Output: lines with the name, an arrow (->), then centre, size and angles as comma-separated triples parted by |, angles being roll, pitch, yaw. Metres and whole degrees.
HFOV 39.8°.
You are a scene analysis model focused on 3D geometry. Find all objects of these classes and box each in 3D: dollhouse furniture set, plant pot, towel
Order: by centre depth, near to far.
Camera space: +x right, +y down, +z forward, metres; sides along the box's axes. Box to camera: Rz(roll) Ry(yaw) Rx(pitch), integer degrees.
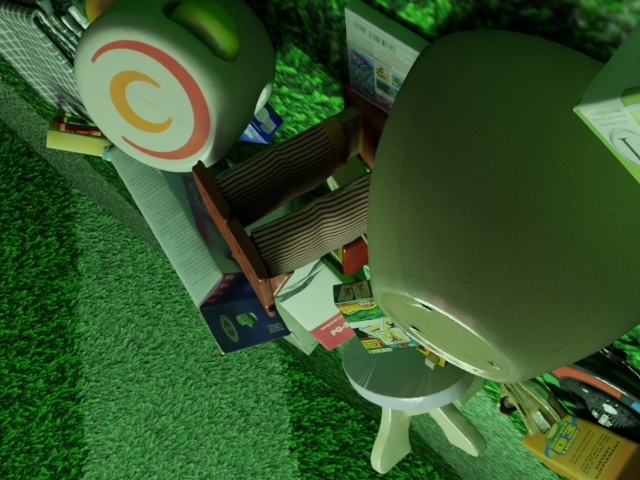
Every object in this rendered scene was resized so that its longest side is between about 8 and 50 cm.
plant pot -> 0.147, 0.000, 0.710 | 0.284, 0.191, 0.284 | 32, 164, 10
dollhouse furniture set -> 0.000, 0.000, 1.036 | 0.152, 0.201, 0.374 | 58, 172, 20
towel -> -0.412, -0.301, 1.409 | 0.235, 0.121, 0.284 | 25, 160, 44

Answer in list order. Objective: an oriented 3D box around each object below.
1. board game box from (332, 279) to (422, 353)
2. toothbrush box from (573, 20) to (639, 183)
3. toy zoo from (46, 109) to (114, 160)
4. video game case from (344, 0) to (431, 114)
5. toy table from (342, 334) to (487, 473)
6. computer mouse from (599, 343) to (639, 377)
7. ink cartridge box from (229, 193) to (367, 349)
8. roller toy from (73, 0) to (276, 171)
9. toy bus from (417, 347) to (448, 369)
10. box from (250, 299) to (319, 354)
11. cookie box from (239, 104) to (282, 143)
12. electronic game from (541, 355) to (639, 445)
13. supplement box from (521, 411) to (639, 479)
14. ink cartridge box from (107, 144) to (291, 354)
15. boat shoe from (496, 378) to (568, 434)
board game box -> 0.157, 0.072, 0.981 | 0.259, 0.030, 0.136 | -10, 143, 18
toothbrush box -> 0.302, -0.022, 0.430 | 0.283, 0.122, 0.206 | 42, 166, -17
toy zoo -> -0.352, -0.172, 1.478 | 0.192, 0.030, 0.293 | 7, -167, -14
video game case -> 0.091, -0.141, 0.817 | 0.157, 0.019, 0.143 | 35, 166, 15
toy table -> 0.162, 0.253, 1.471 | 0.161, 0.252, 0.274 | 64, 168, -25
computer mouse -> 0.377, 0.152, 0.984 | 0.242, 0.041, 0.071 | 40, -176, 20
ink cartridge box -> -0.029, 0.023, 1.336 | 0.237, 0.100, 0.172 | 47, -164, -31
roller toy -> -0.155, -0.186, 0.962 | 0.209, 0.146, 0.191 | 7, 132, 23
toy bus -> 0.182, 0.133, 1.271 | 0.191, 0.104, 0.202 | 46, 165, -26
box -> -0.119, 0.102, 1.925 | 0.311, 0.121, 0.148 | 32, 164, 29
cookie box -> -0.113, -0.177, 1.187 | 0.092, 0.040, 0.107 | 47, 164, -29
electronic game -> 0.384, 0.221, 1.143 | 0.229, 0.048, 0.229 | 37, 167, 10
supplement box -> 0.362, 0.290, 1.179 | 0.080, 0.078, 0.233 | 36, 173, -11
ink cartridge box -> -0.148, 0.000, 1.338 | 0.330, 0.071, 0.324 | 58, -168, 8
boat shoe -> 0.281, 0.221, 1.278 | 0.068, 0.072, 0.190 | 47, -179, -14
